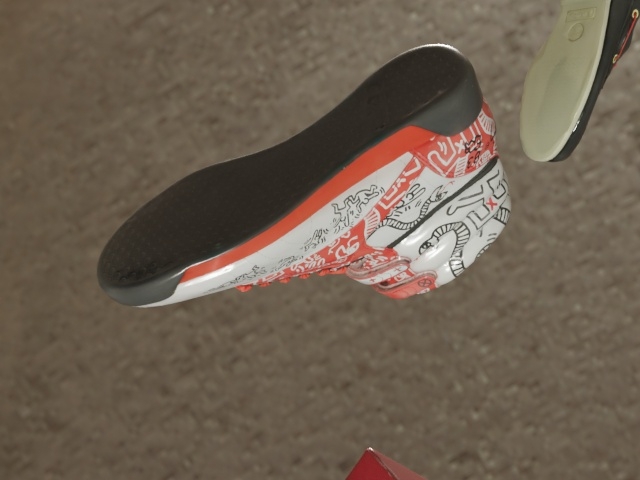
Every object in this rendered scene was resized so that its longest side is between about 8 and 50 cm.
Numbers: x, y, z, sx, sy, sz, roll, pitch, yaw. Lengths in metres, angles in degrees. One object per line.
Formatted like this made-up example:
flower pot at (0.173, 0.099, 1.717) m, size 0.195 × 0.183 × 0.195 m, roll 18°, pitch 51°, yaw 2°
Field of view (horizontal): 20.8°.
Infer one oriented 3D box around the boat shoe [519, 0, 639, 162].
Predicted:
boat shoe at (0.139, -0.101, 0.895) m, size 0.049 × 0.042 × 0.133 m, roll 12°, pitch 84°, yaw 52°

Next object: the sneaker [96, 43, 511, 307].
sneaker at (0.001, 0.000, 1.112) m, size 0.270 × 0.145 × 0.090 m, roll -32°, pitch 41°, yaw -7°

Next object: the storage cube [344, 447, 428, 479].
storage cube at (0.089, 0.334, 1.551) m, size 0.183 × 0.215 × 0.193 m, roll -52°, pitch 44°, yaw 5°
